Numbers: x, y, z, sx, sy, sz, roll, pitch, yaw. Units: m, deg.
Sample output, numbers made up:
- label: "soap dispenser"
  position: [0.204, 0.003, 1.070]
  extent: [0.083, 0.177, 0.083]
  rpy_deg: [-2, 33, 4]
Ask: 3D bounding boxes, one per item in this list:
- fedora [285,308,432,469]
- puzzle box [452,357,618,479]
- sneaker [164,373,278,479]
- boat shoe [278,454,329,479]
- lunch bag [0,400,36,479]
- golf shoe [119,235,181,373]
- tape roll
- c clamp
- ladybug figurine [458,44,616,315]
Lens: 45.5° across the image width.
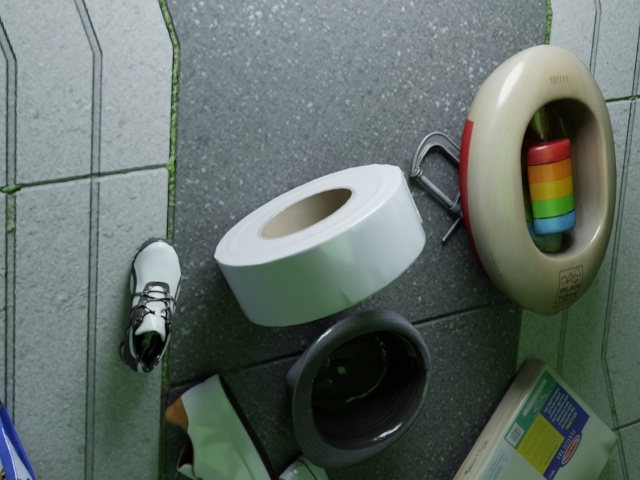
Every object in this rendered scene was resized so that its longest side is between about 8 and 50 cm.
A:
- label: "fedora"
  position: [0.042, 0.221, 1.214]
  extent: [0.276, 0.124, 0.243]
  rpy_deg: [-23, 110, -28]
- label: "puzzle box"
  position: [0.375, 0.460, 1.419]
  extent: [0.272, 0.052, 0.408]
  rpy_deg: [44, 73, -23]
- label: "sneaker"
  position: [-0.145, 0.350, 1.178]
  extent: [0.123, 0.106, 0.290]
  rpy_deg: [-27, 103, -4]
- label: "boat shoe"
  position: [0.000, 0.463, 1.240]
  extent: [0.076, 0.083, 0.226]
  rpy_deg: [-26, 83, -36]
- label: "lunch bag"
  position: [-0.505, 0.405, 0.949]
  extent: [0.328, 0.239, 0.385]
  rpy_deg: [-19, 90, -20]
- label: "golf shoe"
  position: [-0.233, 0.095, 1.088]
  extent: [0.077, 0.094, 0.198]
  rpy_deg: [6, 95, -24]
- label: "tape roll"
  position: [0.000, 0.000, 1.071]
  extent: [0.286, 0.286, 0.100]
  rpy_deg: [-31, 109, -17]
- label: "c clamp"
  position: [0.207, -0.098, 1.291]
  extent: [0.161, 0.022, 0.137]
  rpy_deg: [44, 80, -24]
- label: "ladybug figurine"
  position: [0.348, -0.092, 1.271]
  extent: [0.305, 0.162, 0.448]
  rpy_deg: [-12, 103, -29]
